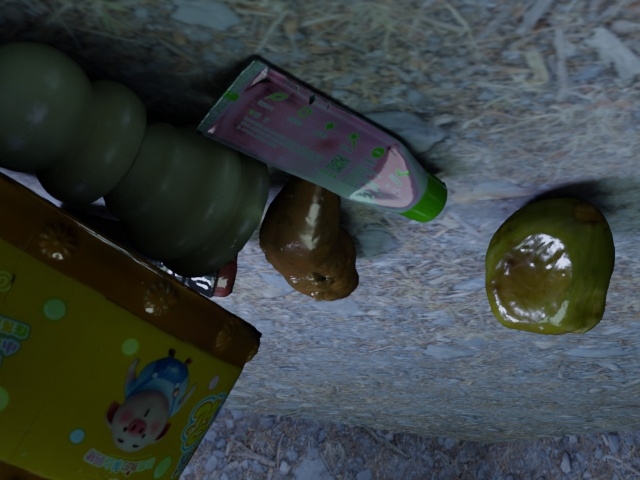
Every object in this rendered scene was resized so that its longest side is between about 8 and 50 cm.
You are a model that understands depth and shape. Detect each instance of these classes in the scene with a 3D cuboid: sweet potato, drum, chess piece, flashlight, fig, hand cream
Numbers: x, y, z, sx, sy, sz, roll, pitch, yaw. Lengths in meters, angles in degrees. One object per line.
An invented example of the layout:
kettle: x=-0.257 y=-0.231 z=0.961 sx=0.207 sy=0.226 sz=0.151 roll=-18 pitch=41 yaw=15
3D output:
sweet potato: x=-0.012 y=0.006 z=0.971 sx=0.106 sy=0.095 sz=0.355 roll=-32 pitch=158 yaw=-9
drum: x=-0.274 y=0.069 z=0.760 sx=0.431 sy=0.214 sz=0.431 roll=30 pitch=172 yaw=5
chess piece: x=-0.179 y=-0.077 z=0.724 sx=0.144 sy=0.145 sz=0.251 roll=-13 pitch=149 yaw=39
flashlight: x=-0.216 y=0.013 z=1.044 sx=0.231 sy=0.093 sz=0.093 roll=9 pitch=160 yaw=-7
fig: x=0.250 y=0.025 z=0.914 sx=0.154 sy=0.144 sz=0.166 roll=-25 pitch=145 yaw=-20
hand cream: x=0.014 y=-0.079 z=0.782 sx=0.275 sy=0.079 sz=0.050 roll=23 pitch=-173 yaw=-41
